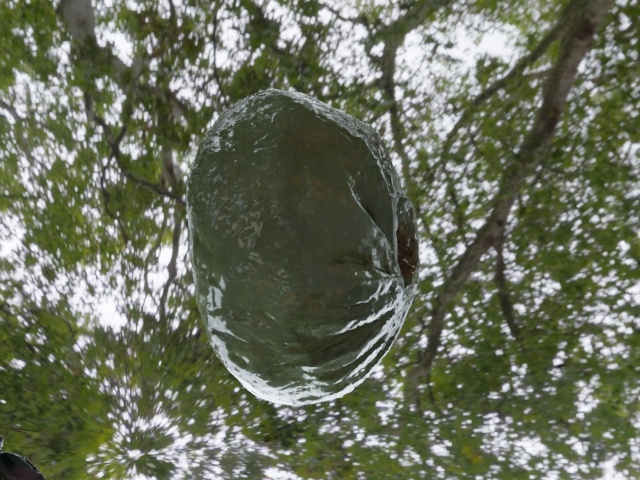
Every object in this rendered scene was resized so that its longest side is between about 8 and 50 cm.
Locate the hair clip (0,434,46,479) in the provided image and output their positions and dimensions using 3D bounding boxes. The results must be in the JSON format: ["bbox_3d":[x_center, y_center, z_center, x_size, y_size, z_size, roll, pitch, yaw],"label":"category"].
[{"bbox_3d":[-0.258,0.340,0.838,0.096,0.358,0.110,2,-139,29],"label":"hair clip"}]

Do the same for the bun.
[{"bbox_3d":[0.000,0.000,0.525,0.118,0.195,0.195,-10,-103,16],"label":"bun"}]
